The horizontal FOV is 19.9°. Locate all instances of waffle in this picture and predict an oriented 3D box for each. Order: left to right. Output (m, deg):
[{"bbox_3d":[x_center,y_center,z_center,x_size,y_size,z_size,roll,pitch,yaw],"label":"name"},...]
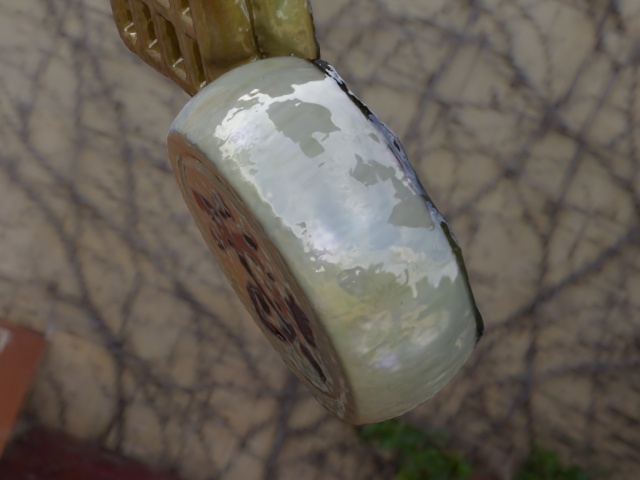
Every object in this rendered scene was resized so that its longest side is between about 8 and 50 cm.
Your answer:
[{"bbox_3d":[-0.105,-0.269,1.343,0.098,0.328,0.224,-25,35,-19],"label":"waffle"}]

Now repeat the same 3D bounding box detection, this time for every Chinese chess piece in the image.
[{"bbox_3d":[0.000,0.000,1.218,0.104,0.257,0.257,-32,43,-12],"label":"Chinese chess piece"}]
